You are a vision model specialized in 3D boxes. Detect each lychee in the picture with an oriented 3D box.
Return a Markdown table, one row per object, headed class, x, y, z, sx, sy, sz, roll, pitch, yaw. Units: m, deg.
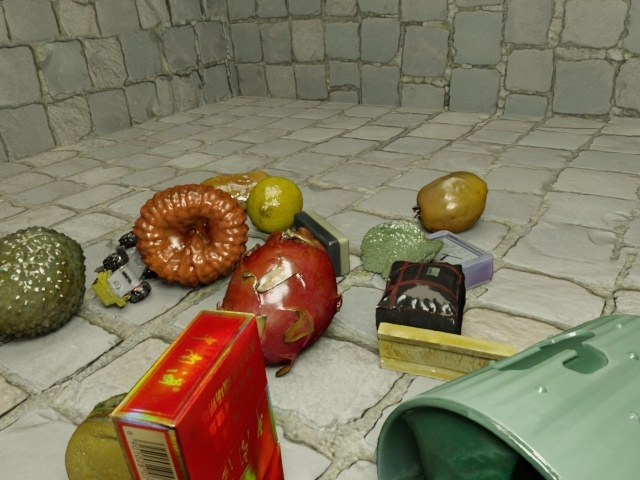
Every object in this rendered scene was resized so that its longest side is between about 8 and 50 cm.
| class | x | y | z | sx | sy | sz | roll | pitch | yaw |
| --- | --- | --- | --- | --- | --- | --- | --- | --- | --- |
| lychee | -0.671 | 0.096 | 1.201 | 0.255 | 0.274 | 0.255 | 24 | 21 | -10 |

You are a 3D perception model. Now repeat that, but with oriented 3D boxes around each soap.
| class | x | y | z | sx | sy | sz | roll | pitch | yaw |
| --- | --- | --- | --- | --- | --- | --- | --- | --- | --- |
| soap | 0.229 | 0.216 | 0.965 | 0.251 | 0.092 | 0.037 | 7 | 32 | 22 |

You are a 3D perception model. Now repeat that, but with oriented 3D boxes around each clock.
| class | x | y | z | sx | sy | sz | roll | pitch | yaw |
| --- | --- | --- | --- | --- | --- | --- | --- | --- | --- |
| clock | 0.318 | 0.051 | 1.309 | 0.144 | 0.073 | 0.193 | -17 | 28 | -22 |

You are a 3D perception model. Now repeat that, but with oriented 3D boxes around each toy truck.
| class | x | y | z | sx | sy | sz | roll | pitch | yaw |
| --- | --- | --- | --- | --- | --- | --- | --- | --- | --- |
| toy truck | -0.500 | 0.063 | 1.368 | 0.111 | 0.136 | 0.286 | -22 | 23 | 12 |

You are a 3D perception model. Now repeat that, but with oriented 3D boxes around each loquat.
| class | x | y | z | sx | sy | sz | roll | pitch | yaw |
| --- | --- | --- | --- | --- | --- | --- | --- | --- | --- |
| loquat | 0.373 | -0.107 | 1.513 | 0.234 | 0.176 | 0.187 | -25 | -14 | 0 |

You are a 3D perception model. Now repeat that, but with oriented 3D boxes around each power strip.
| class | x | y | z | sx | sy | sz | roll | pitch | yaw |
| --- | --- | --- | --- | --- | --- | --- | --- | --- | --- |
| power strip | 0.000 | 0.000 | 1.430 | 0.070 | 0.105 | 0.256 | -14 | 27 | -21 |

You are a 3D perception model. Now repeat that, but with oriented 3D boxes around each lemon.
| class | x | y | z | sx | sy | sz | roll | pitch | yaw |
| --- | --- | --- | --- | --- | --- | --- | --- | --- | --- |
| lemon | -0.140 | -0.108 | 1.599 | 0.173 | 0.174 | 0.206 | 4 | 20 | 17 |

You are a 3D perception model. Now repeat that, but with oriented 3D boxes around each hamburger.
| class | x | y | z | sx | sy | sz | roll | pitch | yaw |
| --- | --- | --- | --- | --- | --- | --- | --- | --- | --- |
| hamburger | -0.263 | 0.312 | 0.758 | 0.215 | 0.190 | 0.122 | -9 | 17 | 17 |
| hamburger | -0.285 | -0.160 | 1.787 | 0.261 | 0.124 | 0.131 | -8 | 27 | -5 |

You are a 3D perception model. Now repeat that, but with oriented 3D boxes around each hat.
| class | x | y | z | sx | sy | sz | roll | pitch | yaw |
| --- | --- | --- | --- | --- | --- | --- | --- | --- | --- |
| hat | -0.331 | -0.011 | 1.449 | 0.285 | 0.285 | 0.400 | -6 | -1 | -2 |

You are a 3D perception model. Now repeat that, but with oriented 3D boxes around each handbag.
| class | x | y | z | sx | sy | sz | roll | pitch | yaw |
| --- | --- | --- | --- | --- | --- | --- | --- | --- | --- |
| handbag | 0.208 | 0.128 | 1.077 | 0.169 | 0.155 | 0.215 | -2 | 24 | 21 |

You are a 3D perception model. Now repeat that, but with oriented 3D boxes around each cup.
| class | x | y | z | sx | sy | sz | roll | pitch | yaw |
| --- | --- | --- | --- | --- | --- | --- | --- | --- | --- |
| cup | 0.269 | 0.257 | 0.652 | 0.392 | 0.310 | 0.401 | -16 | 30 | -33 |

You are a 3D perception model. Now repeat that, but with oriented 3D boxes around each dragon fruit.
| class | x | y | z | sx | sy | sz | roll | pitch | yaw |
| --- | --- | --- | --- | --- | --- | --- | --- | --- | --- |
| dragon fruit | -0.077 | 0.118 | 1.065 | 0.250 | 0.250 | 0.315 | 4 | 25 | 18 |

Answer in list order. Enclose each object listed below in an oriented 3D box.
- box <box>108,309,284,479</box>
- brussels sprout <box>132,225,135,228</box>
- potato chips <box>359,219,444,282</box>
| class | x | y | z | sx | sy | sz | roll | pitch | yaw |
| --- | --- | --- | --- | --- | --- | --- | --- | --- | --- |
| box | -0.132 | 0.273 | 0.659 | 0.089 | 0.313 | 0.197 | 3 | 27 | 17 |
| brussels sprout | -0.568 | -0.052 | 1.697 | 0.085 | 0.058 | 0.085 | -20 | 24 | 9 |
| potato chips | 0.196 | 0.031 | 1.287 | 0.059 | 0.167 | 0.228 | 30 | -1 | -44 |
